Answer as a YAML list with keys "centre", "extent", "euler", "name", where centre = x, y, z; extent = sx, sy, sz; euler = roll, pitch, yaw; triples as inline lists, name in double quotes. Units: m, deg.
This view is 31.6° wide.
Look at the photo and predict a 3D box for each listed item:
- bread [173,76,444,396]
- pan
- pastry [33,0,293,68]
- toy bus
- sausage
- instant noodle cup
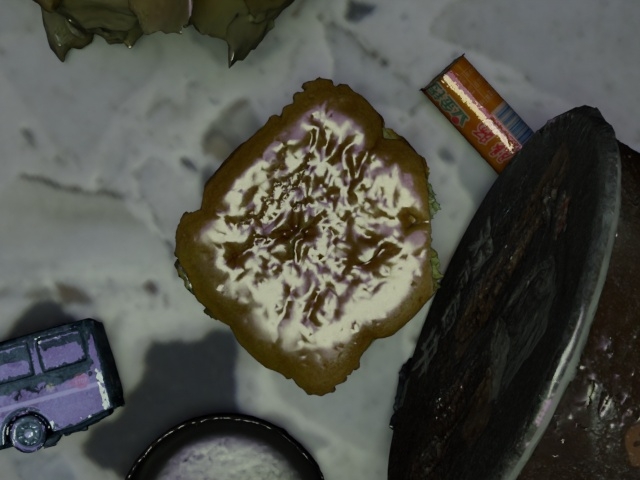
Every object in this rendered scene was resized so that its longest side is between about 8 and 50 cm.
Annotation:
- centre: [0.000, 0.000, 0.585]
  extent: [0.128, 0.069, 0.140]
  euler: [41, 89, -1]
  name: "bread"
- centre: [-0.088, 0.179, 0.592]
  extent: [0.212, 0.040, 0.115]
  euler: [-38, 91, -9]
  name: "pan"
- centre: [-0.084, -0.259, 0.554]
  extent: [0.329, 0.136, 0.329]
  euler: [0, 90, 0]
  name: "pastry"
- centre: [-0.188, 0.088, 0.590]
  extent: [0.166, 0.047, 0.065]
  euler: [-15, 85, -3]
  name: "toy bus"
- centre: [0.100, -0.051, 0.607]
  extent: [0.031, 0.031, 0.107]
  euler: [-42, 90, -2]
  name: "sausage"
- centre: [0.164, 0.075, 0.527]
  extent: [0.207, 0.217, 0.217]
  euler: [22, 89, -7]
  name: "instant noodle cup"
